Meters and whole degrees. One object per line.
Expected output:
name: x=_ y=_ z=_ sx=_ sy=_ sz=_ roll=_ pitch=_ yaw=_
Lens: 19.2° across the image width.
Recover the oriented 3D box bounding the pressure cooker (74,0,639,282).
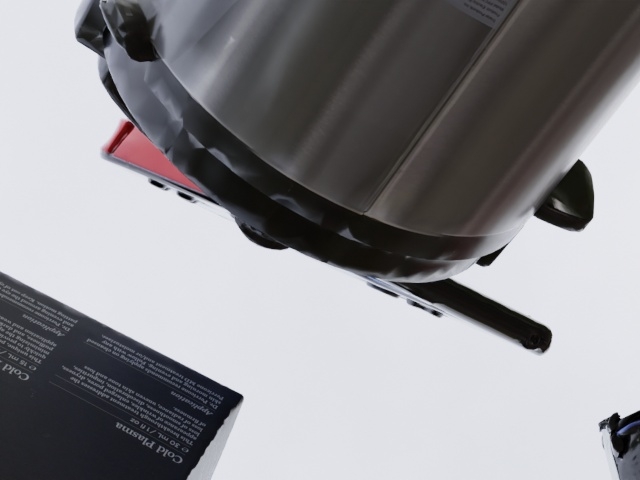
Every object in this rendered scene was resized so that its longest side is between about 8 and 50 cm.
pressure cooker: x=0.045 y=-0.178 z=1.354 sx=0.375 sy=0.370 sz=0.420 roll=-8 pitch=-39 yaw=-48

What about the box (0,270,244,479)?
box: x=-0.296 y=0.206 z=1.736 sx=0.179 sy=0.343 sz=0.312 roll=-66 pitch=-7 yaw=31

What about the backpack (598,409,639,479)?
backpack: x=0.213 y=0.120 z=0.998 sx=0.105 sy=0.114 sz=0.084 roll=56 pitch=-160 yaw=-82

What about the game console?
game console: x=0.000 y=0.000 z=1.837 sx=0.386 sy=0.342 sz=0.060 roll=25 pitch=-87 yaw=-42
